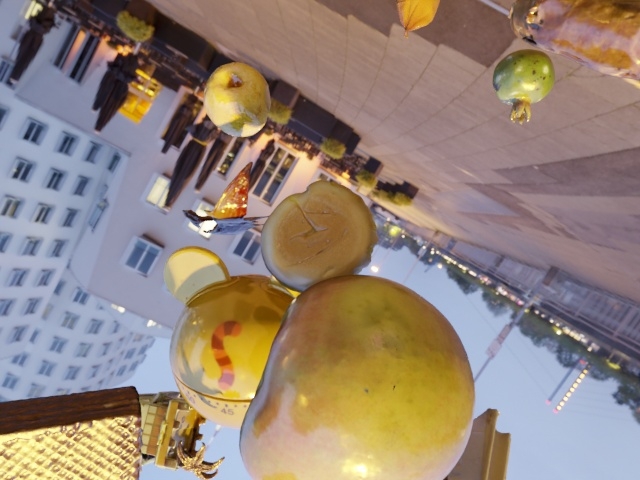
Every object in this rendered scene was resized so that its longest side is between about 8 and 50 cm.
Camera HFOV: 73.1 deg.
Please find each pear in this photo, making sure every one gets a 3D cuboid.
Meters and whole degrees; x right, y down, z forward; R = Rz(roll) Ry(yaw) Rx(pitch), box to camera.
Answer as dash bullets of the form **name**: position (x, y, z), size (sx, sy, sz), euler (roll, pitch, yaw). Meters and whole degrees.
- **pear**: position (-0.200, -0.339, 1.061), size (0.178, 0.177, 0.178), euler (31, -173, -4)

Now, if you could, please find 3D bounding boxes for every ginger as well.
- **ginger**: position (0.401, -0.302, 0.609), size (0.133, 0.106, 0.309), euler (-24, -133, -31)

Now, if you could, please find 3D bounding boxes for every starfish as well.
- **starfish**: position (-0.210, 0.384, 0.751), size (0.091, 0.078, 0.028), euler (-4, -161, 12)

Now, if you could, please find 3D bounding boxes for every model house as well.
- **model house**: position (-0.460, 0.550, 1.280), size (0.216, 0.198, 0.224), euler (8, 164, 13)

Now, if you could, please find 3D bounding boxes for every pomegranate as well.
- **pomegranate**: position (0.639, -0.484, 1.366), size (0.187, 0.224, 0.187), euler (6, 175, 1)

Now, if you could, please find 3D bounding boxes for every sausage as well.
- **sausage**: position (0.233, -0.590, 1.010), size (0.112, 0.327, 0.112), euler (12, 148, 8)

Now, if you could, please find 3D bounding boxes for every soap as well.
- **soap**: position (0.397, 0.656, 1.269), size (0.158, 0.258, 0.302), euler (56, -136, -16)

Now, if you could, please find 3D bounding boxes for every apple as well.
- **apple**: position (0.055, 0.208, 0.601), size (0.278, 0.318, 0.319), euler (21, -173, -2)

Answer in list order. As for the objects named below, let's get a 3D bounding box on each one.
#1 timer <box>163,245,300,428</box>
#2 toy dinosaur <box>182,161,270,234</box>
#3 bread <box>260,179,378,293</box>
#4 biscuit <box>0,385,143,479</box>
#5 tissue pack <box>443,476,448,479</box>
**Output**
- **timer**: position (-0.153, 0.200, 0.954), size (0.377, 0.385, 0.376), euler (2, -163, -1)
- **toy dinosaur**: position (-0.220, -0.078, 1.072), size (0.207, 0.112, 0.327), euler (-4, 169, 8)
- **bread**: position (0.000, 0.000, 0.784), size (0.214, 0.213, 0.105), euler (33, 175, 13)
- **biscuit**: position (-0.392, 0.235, 0.446), size (0.389, 0.107, 0.073), euler (1, -168, -28)
- **tissue pack**: position (0.117, 0.402, 0.952), size (0.254, 0.263, 0.416), euler (15, -155, 5)
